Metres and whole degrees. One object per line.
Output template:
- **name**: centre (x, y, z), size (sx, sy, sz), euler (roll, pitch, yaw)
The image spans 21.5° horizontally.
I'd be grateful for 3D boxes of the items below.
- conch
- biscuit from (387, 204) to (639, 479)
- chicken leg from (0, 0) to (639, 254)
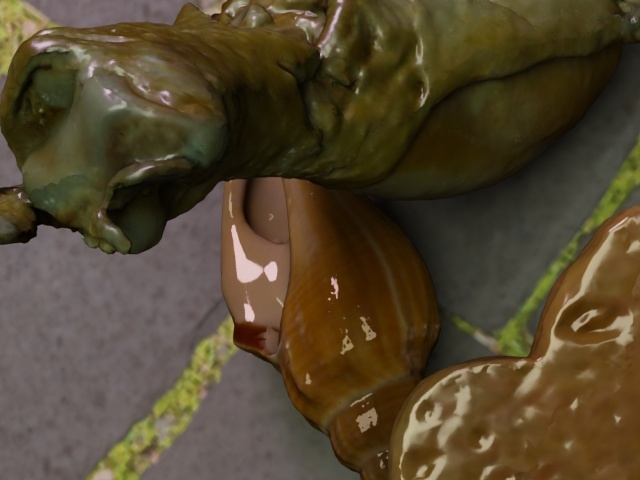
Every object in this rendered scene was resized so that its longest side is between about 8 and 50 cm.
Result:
- **conch**: centre (0.004, 0.001, 0.932), size (0.109, 0.093, 0.330), euler (-41, 50, 41)
- **biscuit**: centre (0.221, 0.108, 0.837), size (0.376, 0.051, 0.269), euler (-8, 90, 2)
- **chicken leg**: centre (0.004, -0.078, 0.783), size (0.201, 0.429, 0.152), euler (21, 115, 28)
